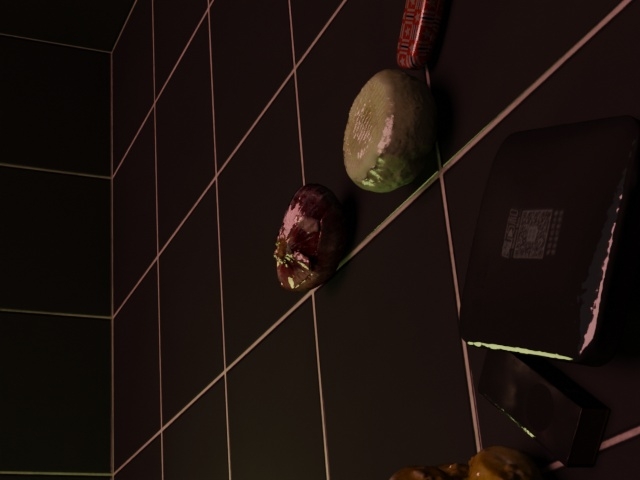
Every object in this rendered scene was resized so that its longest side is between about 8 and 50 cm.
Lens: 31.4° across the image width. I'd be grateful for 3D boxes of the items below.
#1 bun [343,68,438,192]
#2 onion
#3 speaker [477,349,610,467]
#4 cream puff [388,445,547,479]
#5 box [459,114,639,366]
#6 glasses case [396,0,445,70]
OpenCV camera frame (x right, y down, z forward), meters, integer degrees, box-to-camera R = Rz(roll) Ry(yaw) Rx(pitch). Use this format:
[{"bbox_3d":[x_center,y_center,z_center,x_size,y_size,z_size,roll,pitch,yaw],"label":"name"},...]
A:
[{"bbox_3d":[0.118,-0.168,1.796,0.195,0.118,0.195,-42,41,52],"label":"bun"},{"bbox_3d":[0.000,0.000,2.055,0.098,0.151,0.206,24,122,31],"label":"onion"},{"bbox_3d":[0.274,0.200,1.432,0.218,0.044,0.082,-138,57,-62],"label":"speaker"},{"bbox_3d":[0.157,0.401,1.398,0.324,0.257,0.291,48,124,60],"label":"cream puff"},{"bbox_3d":[0.286,0.000,1.390,0.289,0.073,0.290,0,76,65],"label":"box"},{"bbox_3d":[0.168,-0.367,1.813,0.073,0.049,0.194,-147,66,-63],"label":"glasses case"}]
